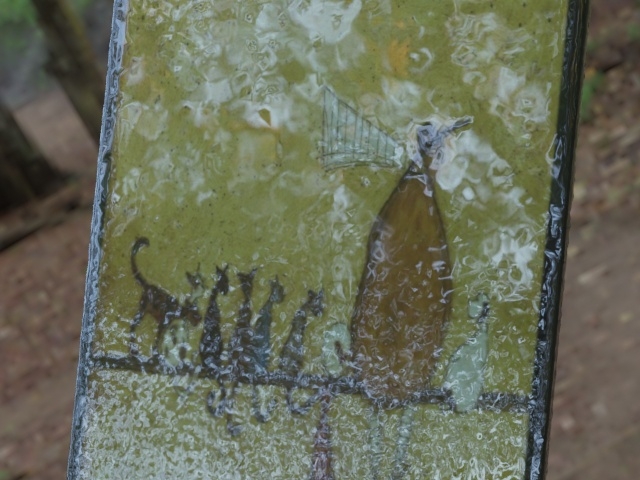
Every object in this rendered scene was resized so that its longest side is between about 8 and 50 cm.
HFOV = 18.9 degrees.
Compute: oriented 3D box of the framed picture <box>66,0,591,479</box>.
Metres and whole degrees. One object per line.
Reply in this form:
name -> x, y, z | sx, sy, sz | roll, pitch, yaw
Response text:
framed picture -> 0.000, 0.000, 0.973 | 0.255, 0.339, 0.014 | 6, -2, 19
